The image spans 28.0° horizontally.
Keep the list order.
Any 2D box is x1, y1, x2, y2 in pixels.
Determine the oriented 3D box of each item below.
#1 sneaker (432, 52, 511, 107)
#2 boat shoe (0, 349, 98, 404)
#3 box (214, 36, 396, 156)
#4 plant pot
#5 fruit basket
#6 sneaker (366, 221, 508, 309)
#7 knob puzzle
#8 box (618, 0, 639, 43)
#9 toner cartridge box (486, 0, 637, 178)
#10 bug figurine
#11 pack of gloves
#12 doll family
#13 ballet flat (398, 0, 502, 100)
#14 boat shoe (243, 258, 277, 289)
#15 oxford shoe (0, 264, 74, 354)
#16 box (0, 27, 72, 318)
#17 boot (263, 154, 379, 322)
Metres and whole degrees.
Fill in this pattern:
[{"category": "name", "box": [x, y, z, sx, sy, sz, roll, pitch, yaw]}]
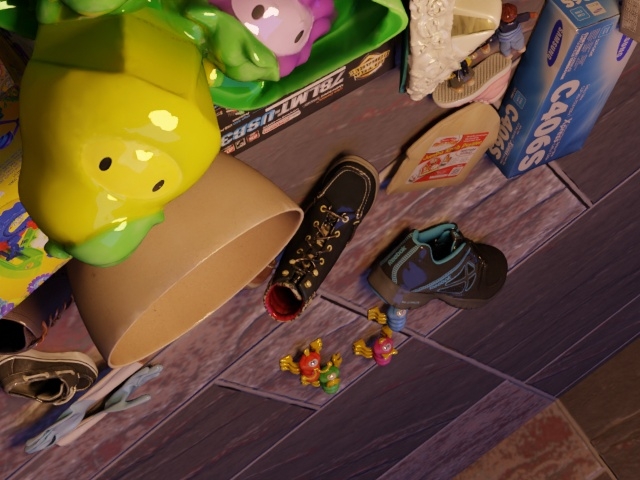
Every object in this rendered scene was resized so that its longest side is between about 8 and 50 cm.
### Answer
[{"category": "sneaker", "box": [0.224, -0.218, 1.888, 0.134, 0.051, 0.070, -31, 150, -15]}, {"category": "boat shoe", "box": [-0.398, 0.207, 1.877, 0.078, 0.070, 0.219, -42, 154, 16]}, {"category": "box", "box": [-0.049, -0.241, 1.502, 0.295, 0.073, 0.293, -29, 155, -11]}, {"category": "plant pot", "box": [-0.189, -0.014, 1.492, 0.284, 0.191, 0.284, -39, 170, -8]}, {"category": "fruit basket", "box": [-0.141, -0.173, 1.073, 0.392, 0.392, 0.283, -7, 169, -44]}, {"category": "sneaker", "box": [0.240, 0.042, 2.281, 0.341, 0.125, 0.139, -7, 139, -48]}, {"category": "knob puzzle", "box": [0.201, -0.154, 1.998, 0.213, 0.030, 0.213, -26, 154, -14]}, {"category": "box", "box": [0.515, -0.410, 1.802, 0.183, 0.056, 0.231, -22, 130, -26]}, {"category": "toner cartridge box", "box": [0.380, -0.250, 1.989, 0.165, 0.075, 0.348, -24, 153, -25]}, {"category": "bug figurine", "box": [0.064, 0.210, 2.425, 0.279, 0.072, 0.216, -29, 154, -11]}, {"category": "pack of gloves", "box": [-0.351, 0.277, 2.036, 0.232, 0.046, 0.195, -39, 169, 10]}, {"category": "doll family", "box": [0.207, -0.268, 1.764, 0.193, 0.076, 0.111, -37, 151, -4]}, {"category": "ballet flat", "box": [0.156, -0.299, 1.531, 0.147, 0.147, 0.409, -29, 154, -11]}, {"category": "boat shoe", "box": [-0.119, -0.026, 1.746, 0.116, 0.123, 0.324, -38, 156, 4]}, {"category": "oxford shoe", "box": [-0.361, 0.078, 1.620, 0.364, 0.132, 0.130, -17, 149, -32]}, {"category": "box", "box": [-0.363, -0.076, 1.298, 0.290, 0.177, 0.279, -39, 153, 9]}, {"category": "boot", "box": [0.001, 0.001, 1.877, 0.236, 0.085, 0.178, -58, -177, 47]}]
